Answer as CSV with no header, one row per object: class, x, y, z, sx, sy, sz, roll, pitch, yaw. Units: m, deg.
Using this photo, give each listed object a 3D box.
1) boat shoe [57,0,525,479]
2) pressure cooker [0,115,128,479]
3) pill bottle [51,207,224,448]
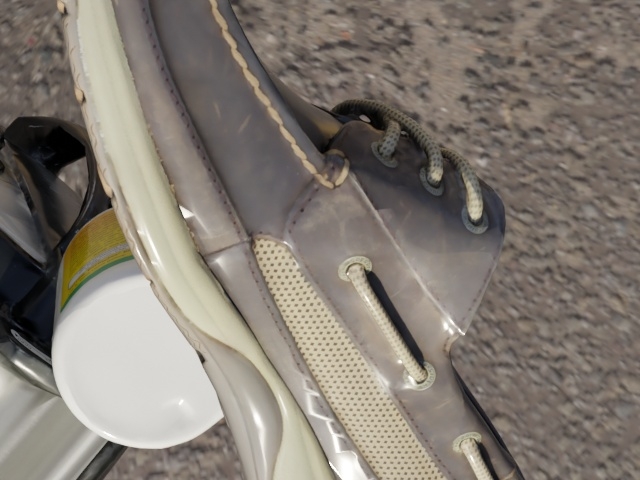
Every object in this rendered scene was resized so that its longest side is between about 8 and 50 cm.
boat shoe,0.000,0.000,0.533,0.130,0.132,0.355,-22,121,-3
pressure cooker,-0.329,0.076,1.228,0.370,0.375,0.420,42,94,16
pill bottle,-0.112,0.041,0.872,0.117,0.208,0.117,-3,106,-9
